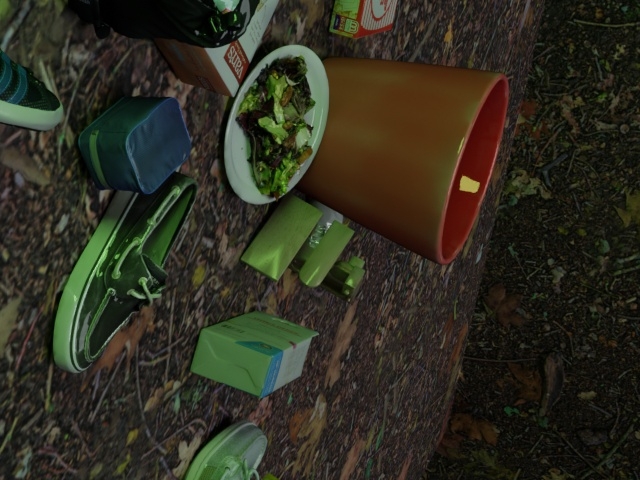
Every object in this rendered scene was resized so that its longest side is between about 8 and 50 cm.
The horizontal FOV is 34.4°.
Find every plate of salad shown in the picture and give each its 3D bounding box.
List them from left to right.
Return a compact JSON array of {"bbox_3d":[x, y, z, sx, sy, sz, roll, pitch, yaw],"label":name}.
[{"bbox_3d":[-0.043,-0.135,1.246,0.200,0.048,0.200,-35,137,-41],"label":"plate of salad"}]

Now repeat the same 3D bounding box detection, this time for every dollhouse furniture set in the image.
[{"bbox_3d":[-0.024,0.050,1.433,0.123,0.144,0.151,-56,172,-29],"label":"dollhouse furniture set"}]

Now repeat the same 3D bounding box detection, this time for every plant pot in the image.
[{"bbox_3d":[0.101,-0.128,1.417,0.275,0.243,0.275,18,90,-73],"label":"plant pot"}]

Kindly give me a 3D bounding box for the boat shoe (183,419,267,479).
[{"bbox_3d":[-0.149,0.380,1.408,0.320,0.103,0.118,-53,155,-47],"label":"boat shoe"}]

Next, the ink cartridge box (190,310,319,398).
[{"bbox_3d":[-0.082,0.147,1.372,0.181,0.104,0.062,-13,120,-70],"label":"ink cartridge box"}]

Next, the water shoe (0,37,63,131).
[{"bbox_3d":[-0.231,-0.123,0.692,0.203,0.072,0.080,4,101,-73],"label":"water shoe"}]

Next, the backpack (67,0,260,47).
[{"bbox_3d":[-0.133,-0.242,0.789,0.182,0.151,0.115,66,36,-51],"label":"backpack"}]

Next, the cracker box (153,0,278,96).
[{"bbox_3d":[-0.085,-0.277,0.992,0.156,0.067,0.232,60,52,-67],"label":"cracker box"}]

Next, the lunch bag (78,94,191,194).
[{"bbox_3d":[-0.168,-0.090,0.935,0.098,0.065,0.067,-51,138,-46],"label":"lunch bag"}]

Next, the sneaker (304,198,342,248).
[{"bbox_3d":[0.000,0.000,1.544,0.061,0.053,0.152,-69,167,-55],"label":"sneaker"}]

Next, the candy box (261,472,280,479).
[{"bbox_3d":[-0.120,0.418,1.452,0.206,0.027,0.105,-43,-162,-18],"label":"candy box"}]

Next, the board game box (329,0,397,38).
[{"bbox_3d":[0.074,-0.380,1.411,0.147,0.045,0.194,-36,141,-62],"label":"board game box"}]

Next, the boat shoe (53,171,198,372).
[{"bbox_3d":[-0.185,0.028,0.991,0.078,0.070,0.219,54,56,-69],"label":"boat shoe"}]
